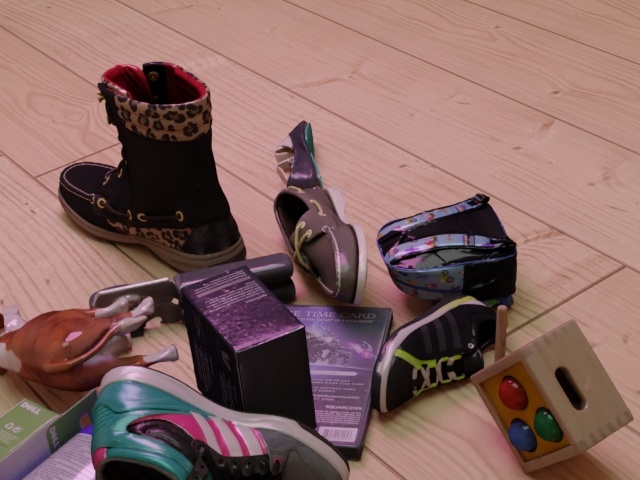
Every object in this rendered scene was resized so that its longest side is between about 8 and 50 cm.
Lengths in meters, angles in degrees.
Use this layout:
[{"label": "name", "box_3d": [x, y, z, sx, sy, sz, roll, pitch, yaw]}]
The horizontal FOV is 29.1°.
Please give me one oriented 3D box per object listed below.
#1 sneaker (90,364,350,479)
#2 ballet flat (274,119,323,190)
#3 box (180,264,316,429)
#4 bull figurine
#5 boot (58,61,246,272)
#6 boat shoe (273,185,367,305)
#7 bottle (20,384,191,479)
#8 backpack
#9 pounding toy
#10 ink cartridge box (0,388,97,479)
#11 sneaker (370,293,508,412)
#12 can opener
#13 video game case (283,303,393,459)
[{"label": "sneaker", "box_3d": [-0.115, 0.257, 1.312, 0.296, 0.124, 0.178, 21, 39, -7]}, {"label": "ballet flat", "box_3d": [-0.039, -0.133, 2.001, 0.074, 0.074, 0.203, -8, 35, -1]}, {"label": "box", "box_3d": [-0.085, 0.140, 1.461, 0.093, 0.156, 0.158, -20, 35, -21]}, {"label": "bull figurine", "box_3d": [-0.315, 0.129, 1.565, 0.188, 0.101, 0.310, -17, 13, -26]}, {"label": "boot", "box_3d": [-0.272, -0.127, 1.830, 0.138, 0.284, 0.377, -32, 41, -34]}, {"label": "boat shoe", "box_3d": [-0.001, 0.004, 1.725, 0.091, 0.109, 0.305, 6, 22, -14]}, {"label": "bottle", "box_3d": [-0.243, 0.264, 1.399, 0.118, 0.092, 0.283, 16, 39, 32]}, {"label": "backpack", "box_3d": [0.167, 0.027, 1.670, 0.173, 0.117, 0.158, -10, 33, -6]}, {"label": "pounding toy", "box_3d": [0.223, 0.167, 1.407, 0.094, 0.206, 0.181, -26, 80, -27]}, {"label": "ink cartridge box", "box_3d": [-0.343, 0.257, 1.414, 0.062, 0.109, 0.209, 19, 41, 32]}, {"label": "sneaker", "box_3d": [0.155, 0.139, 1.530, 0.097, 0.084, 0.235, 21, 42, 33]}, {"label": "can opener", "box_3d": [-0.180, 0.065, 1.713, 0.283, 0.076, 0.095, -12, 34, -10]}, {"label": "video game case", "box_3d": [-0.023, 0.171, 1.567, 0.196, 0.026, 0.274, 1, 33, 12]}]
